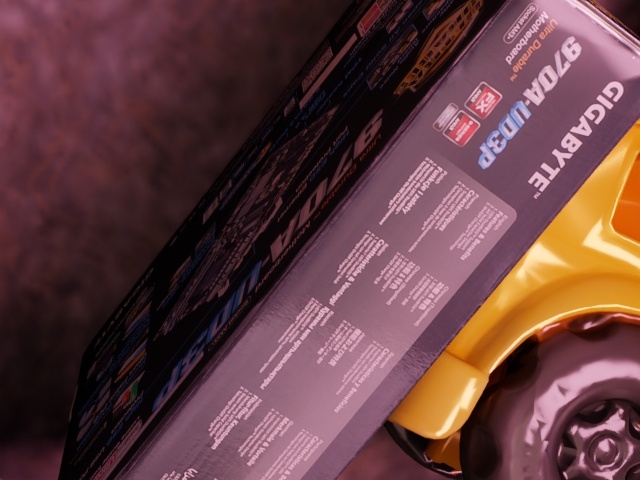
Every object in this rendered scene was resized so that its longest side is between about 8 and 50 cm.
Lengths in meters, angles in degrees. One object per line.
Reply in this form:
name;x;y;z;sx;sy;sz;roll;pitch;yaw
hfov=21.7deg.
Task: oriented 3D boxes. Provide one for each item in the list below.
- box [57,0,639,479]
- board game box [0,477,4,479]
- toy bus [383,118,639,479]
box;0.000;0.000;0.518;0.051;0.175;0.220;35;102;-14
board game box;-0.200;0.240;0.572;0.390;0.050;0.390;38;108;-17
toy bus;0.137;0.018;0.562;0.220;0.149;0.211;30;88;-14
